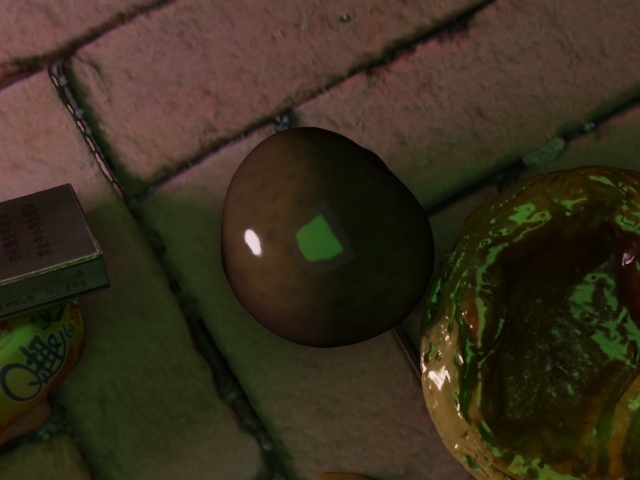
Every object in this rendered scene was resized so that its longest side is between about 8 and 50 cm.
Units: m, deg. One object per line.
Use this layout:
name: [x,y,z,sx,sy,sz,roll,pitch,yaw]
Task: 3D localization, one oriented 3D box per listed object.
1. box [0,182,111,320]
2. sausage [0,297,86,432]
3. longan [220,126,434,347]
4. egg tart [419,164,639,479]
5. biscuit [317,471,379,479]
box: [-0.375,0.037,1.474,0.325,0.180,0.047,-17,119,-12]
sausage: [-0.364,0.152,1.514,0.347,0.123,0.123,-38,86,-2]
longan: [0.000,0.000,1.495,0.196,0.196,0.220,-38,93,-3]
egg tart: [0.261,0.101,1.507,0.352,0.150,0.352,0,85,-2]
biscuit: [0.055,0.347,1.545,0.144,0.033,0.224,5,86,0]
